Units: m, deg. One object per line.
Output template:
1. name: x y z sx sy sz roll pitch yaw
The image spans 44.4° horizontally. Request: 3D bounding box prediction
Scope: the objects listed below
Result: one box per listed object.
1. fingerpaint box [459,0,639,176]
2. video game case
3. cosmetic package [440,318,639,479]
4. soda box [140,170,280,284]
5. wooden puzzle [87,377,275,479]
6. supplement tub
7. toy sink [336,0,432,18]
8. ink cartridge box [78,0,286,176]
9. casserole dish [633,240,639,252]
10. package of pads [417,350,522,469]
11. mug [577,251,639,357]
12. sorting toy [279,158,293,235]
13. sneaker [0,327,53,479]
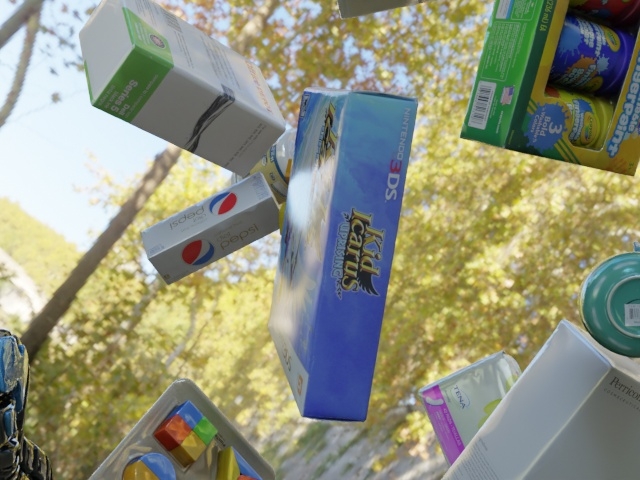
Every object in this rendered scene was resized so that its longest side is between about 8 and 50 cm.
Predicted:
1. fingerpaint box: 0.526 -0.382 1.597 0.370 0.445 0.163 8 12 -28
2. video game case: 0.008 -0.005 0.734 0.061 0.270 0.244 6 10 -12
3. cosmetic package: 0.364 0.332 1.210 0.196 0.366 0.155 28 14 -21
4. soda box: -0.168 -0.018 1.232 0.069 0.216 0.074 64 0 44
5. wooden puzzle: -0.263 0.493 1.588 0.322 0.348 0.080 50 -48 -8
6. supplement tub: -0.092 -0.150 1.735 0.199 0.144 0.144 -23 -63 43
7. toy sink: 0.125 -0.429 1.114 0.131 0.234 0.153 56 24 -74
8. ink cartridge box: -0.205 -0.236 1.170 0.272 0.115 0.198 25 29 -39
9. casserole dish: 0.682 0.078 1.548 0.114 0.037 0.189 -2 63 -57
10. package of pads: 0.373 0.414 1.706 0.101 0.229 0.297 29 36 -63
11. mug: 0.394 0.068 0.959 0.129 0.158 0.097 42 9 12
12. sorting toy: 0.000 0.000 1.226 0.041 0.229 0.307 6 -14 17
13. sneaker: -0.304 0.211 0.650 0.125 0.139 0.341 -106 -162 -57
